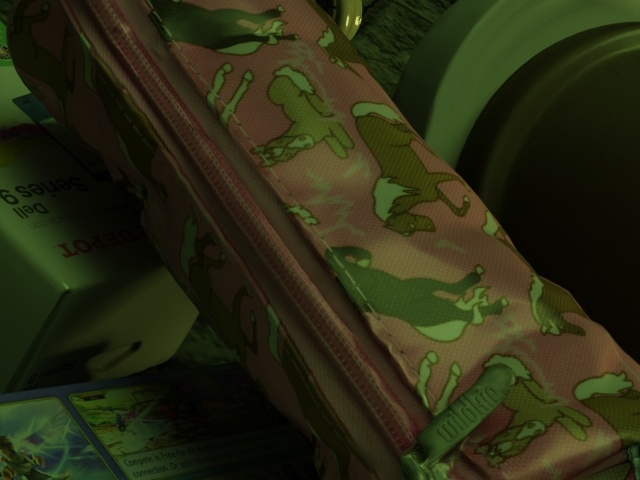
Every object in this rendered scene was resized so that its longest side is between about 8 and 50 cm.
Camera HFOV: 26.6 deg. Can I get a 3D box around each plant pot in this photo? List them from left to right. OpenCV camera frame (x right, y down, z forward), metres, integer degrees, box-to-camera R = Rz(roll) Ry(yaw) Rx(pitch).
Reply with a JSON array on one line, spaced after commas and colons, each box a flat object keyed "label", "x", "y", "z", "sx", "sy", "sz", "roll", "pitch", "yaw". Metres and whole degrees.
[{"label": "plant pot", "x": 0.232, "y": 0.004, "z": 0.806, "sx": 0.263, "sy": 0.263, "sz": 0.229, "roll": 24, "pitch": 4, "yaw": -16}]

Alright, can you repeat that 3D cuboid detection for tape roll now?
[{"label": "tape roll", "x": 0.193, "y": -0.058, "z": 0.957, "sx": 0.286, "sy": 0.286, "sz": 0.100, "roll": 24, "pitch": 2, "yaw": -15}]

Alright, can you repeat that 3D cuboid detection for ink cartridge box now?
[{"label": "ink cartridge box", "x": -0.171, "y": -0.021, "z": 0.719, "sx": 0.212, "sy": 0.093, "sz": 0.154, "roll": 43, "pitch": 27, "yaw": 17}]

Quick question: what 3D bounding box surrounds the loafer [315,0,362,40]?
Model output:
[{"label": "loafer", "x": -0.025, "y": -0.274, "z": 1.338, "sx": 0.092, "sy": 0.102, "sz": 0.268, "roll": 3, "pitch": 37, "yaw": -37}]

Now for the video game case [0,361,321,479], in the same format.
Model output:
[{"label": "video game case", "x": -0.052, "y": 0.162, "z": 0.553, "sx": 0.269, "sy": 0.061, "sz": 0.244, "roll": -2, "pitch": 42, "yaw": -50}]

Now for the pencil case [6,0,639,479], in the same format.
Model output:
[{"label": "pencil case", "x": 0.000, "y": 0.000, "z": 0.612, "sx": 0.160, "sy": 0.167, "sz": 0.386, "roll": -21, "pitch": 59, "yaw": -25}]
